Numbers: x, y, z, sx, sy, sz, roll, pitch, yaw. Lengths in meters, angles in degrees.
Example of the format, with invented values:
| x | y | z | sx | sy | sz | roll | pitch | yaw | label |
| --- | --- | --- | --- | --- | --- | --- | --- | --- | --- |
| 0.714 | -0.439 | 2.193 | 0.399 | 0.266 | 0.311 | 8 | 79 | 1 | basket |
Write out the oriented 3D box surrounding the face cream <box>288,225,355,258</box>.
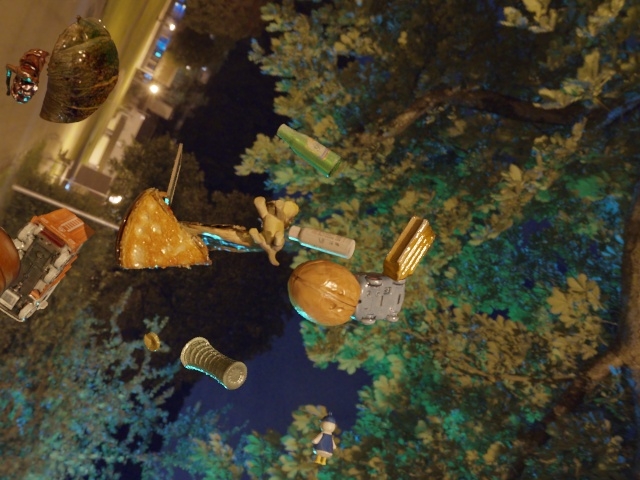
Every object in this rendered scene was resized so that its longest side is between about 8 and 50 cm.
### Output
| x | y | z | sx | sy | sz | roll | pitch | yaw | label |
| --- | --- | --- | --- | --- | --- | --- | --- | --- | --- |
| 0.000 | 0.000 | 1.978 | 0.082 | 0.269 | 0.081 | 16 | 90 | -70 | face cream |

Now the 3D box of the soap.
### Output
| x | y | z | sx | sy | sz | roll | pitch | yaw | label |
| --- | --- | --- | --- | --- | --- | --- | --- | --- | --- |
| 0.345 | 0.045 | 1.973 | 0.080 | 0.160 | 0.257 | 29 | -100 | 35 | soap |

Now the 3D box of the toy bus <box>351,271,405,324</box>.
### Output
| x | y | z | sx | sy | sz | roll | pitch | yaw | label |
| --- | --- | --- | --- | --- | --- | --- | --- | --- | --- |
| 0.206 | 0.224 | 2.122 | 0.232 | 0.295 | 0.197 | 23 | -71 | 52 | toy bus |

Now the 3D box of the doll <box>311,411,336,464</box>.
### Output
| x | y | z | sx | sy | sz | roll | pitch | yaw | label |
| --- | --- | --- | --- | --- | --- | --- | --- | --- | --- |
| 0.013 | 0.558 | 1.417 | 0.058 | 0.099 | 0.142 | -9 | -121 | 41 | doll |

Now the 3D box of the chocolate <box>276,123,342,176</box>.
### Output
| x | y | z | sx | sy | sz | roll | pitch | yaw | label |
| --- | --- | --- | --- | --- | --- | --- | --- | --- | --- |
| -0.052 | -0.383 | 2.092 | 0.110 | 0.291 | 0.110 | -54 | 178 | -3 | chocolate |

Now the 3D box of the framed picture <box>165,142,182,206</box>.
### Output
| x | y | z | sx | sy | sz | roll | pitch | yaw | label |
| --- | --- | --- | --- | --- | --- | --- | --- | --- | --- |
| -0.587 | -0.240 | 1.996 | 0.184 | 0.016 | 0.249 | 131 | -31 | -63 | framed picture |

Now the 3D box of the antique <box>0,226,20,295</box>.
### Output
| x | y | z | sx | sy | sz | roll | pitch | yaw | label |
| --- | --- | --- | --- | --- | --- | --- | --- | --- | --- |
| -0.762 | 0.033 | 1.054 | 0.278 | 0.223 | 0.129 | -18 | -147 | 28 | antique |

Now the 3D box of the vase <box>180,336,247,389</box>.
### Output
| x | y | z | sx | sy | sz | roll | pitch | yaw | label |
| --- | --- | --- | --- | --- | --- | --- | --- | --- | --- |
| -0.432 | 0.504 | 2.045 | 0.299 | 0.143 | 0.143 | 11 | -104 | 44 | vase |

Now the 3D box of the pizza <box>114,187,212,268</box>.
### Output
| x | y | z | sx | sy | sz | roll | pitch | yaw | label |
| --- | --- | --- | --- | --- | --- | --- | --- | --- | --- |
| -0.472 | -0.032 | 1.506 | 0.074 | 0.288 | 0.251 | -119 | -150 | -74 | pizza |

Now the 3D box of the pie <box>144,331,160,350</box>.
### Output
| x | y | z | sx | sy | sz | roll | pitch | yaw | label |
| --- | --- | --- | --- | --- | --- | --- | --- | --- | --- |
| -0.656 | 0.395 | 1.949 | 0.084 | 0.084 | 0.020 | -48 | 165 | 32 | pie |

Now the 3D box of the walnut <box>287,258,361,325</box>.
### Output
| x | y | z | sx | sy | sz | roll | pitch | yaw | label |
| --- | --- | --- | --- | --- | --- | --- | --- | --- | --- |
| 0.010 | 0.133 | 1.294 | 0.165 | 0.197 | 0.165 | -27 | -135 | 30 | walnut |

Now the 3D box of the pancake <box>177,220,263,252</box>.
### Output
| x | y | z | sx | sy | sz | roll | pitch | yaw | label |
| --- | --- | --- | --- | --- | --- | --- | --- | --- | --- |
| -0.354 | -0.009 | 1.762 | 0.382 | 0.383 | 0.071 | -9 | -109 | 61 | pancake |

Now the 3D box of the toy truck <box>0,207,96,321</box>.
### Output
| x | y | z | sx | sy | sz | roll | pitch | yaw | label |
| --- | --- | --- | --- | --- | --- | --- | --- | --- | --- |
| -0.937 | 0.079 | 1.683 | 0.387 | 0.173 | 0.207 | -46 | -171 | 20 | toy truck |

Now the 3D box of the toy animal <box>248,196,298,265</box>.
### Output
| x | y | z | sx | sy | sz | roll | pitch | yaw | label |
| --- | --- | --- | --- | --- | --- | --- | --- | --- | --- |
| -0.146 | -0.057 | 1.629 | 0.168 | 0.122 | 0.233 | 75 | 18 | -50 | toy animal |

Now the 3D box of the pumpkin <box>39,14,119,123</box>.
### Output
| x | y | z | sx | sy | sz | roll | pitch | yaw | label |
| --- | --- | --- | --- | --- | --- | --- | --- | --- | --- |
| -0.588 | -0.411 | 1.219 | 0.278 | 0.111 | 0.163 | -54 | 176 | -12 | pumpkin |

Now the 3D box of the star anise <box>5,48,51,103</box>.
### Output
| x | y | z | sx | sy | sz | roll | pitch | yaw | label |
| --- | --- | --- | --- | --- | --- | --- | --- | --- | --- |
| -0.643 | -0.350 | 1.079 | 0.191 | 0.070 | 0.097 | -27 | -124 | 46 | star anise |
